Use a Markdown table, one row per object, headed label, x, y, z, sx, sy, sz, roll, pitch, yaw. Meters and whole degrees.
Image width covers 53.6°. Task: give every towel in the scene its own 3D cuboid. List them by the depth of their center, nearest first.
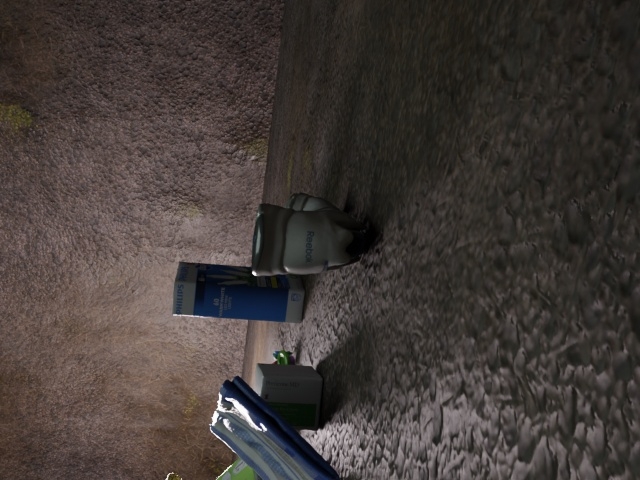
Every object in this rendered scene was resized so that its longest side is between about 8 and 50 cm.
| label | x | y | z | sx | sy | sz | roll | pitch | yaw |
| --- | --- | --- | --- | --- | --- | --- | --- | --- | --- |
| towel | -0.081 | 0.311 | 0.947 | 0.034 | 0.209 | 0.285 | -44 | -10 | -28 |

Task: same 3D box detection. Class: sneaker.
| label | x | y | z | sx | sy | sz | roll | pitch | yaw |
| --- | --- | --- | --- | --- | --- | --- | --- | --- | --- |
| sneaker | 0.000 | 0.000 | 0.850 | 0.297 | 0.129 | 0.111 | -45 | -39 | -76 |

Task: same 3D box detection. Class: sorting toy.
| label | x | y | z | sx | sy | sz | roll | pitch | yaw |
| --- | --- | --- | --- | --- | --- | --- | --- | --- | --- |
| sorting toy | -0.074 | 0.264 | 1.352 | 0.102 | 0.042 | 0.061 | -53 | 47 | 50 |

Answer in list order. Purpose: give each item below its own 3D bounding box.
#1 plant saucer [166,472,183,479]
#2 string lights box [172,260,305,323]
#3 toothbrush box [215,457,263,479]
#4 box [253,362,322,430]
| label | x | y | z | sx | sy | sz | roll | pitch | yaw |
| --- | --- | --- | --- | --- | --- | --- | --- | --- | --- |
| plant saucer | -0.239 | 0.701 | 1.309 | 0.081 | 0.333 | 0.333 | -39 | 18 | 5 |
| string lights box | -0.170 | 0.107 | 1.318 | 0.133 | 0.259 | 0.077 | -118 | 35 | -72 |
| toothbrush box | -0.168 | 0.529 | 1.074 | 0.283 | 0.122 | 0.206 | -43 | 19 | 7 |
| box | -0.056 | 0.255 | 1.037 | 0.102 | 0.101 | 0.087 | -179 | 95 | -79 |
